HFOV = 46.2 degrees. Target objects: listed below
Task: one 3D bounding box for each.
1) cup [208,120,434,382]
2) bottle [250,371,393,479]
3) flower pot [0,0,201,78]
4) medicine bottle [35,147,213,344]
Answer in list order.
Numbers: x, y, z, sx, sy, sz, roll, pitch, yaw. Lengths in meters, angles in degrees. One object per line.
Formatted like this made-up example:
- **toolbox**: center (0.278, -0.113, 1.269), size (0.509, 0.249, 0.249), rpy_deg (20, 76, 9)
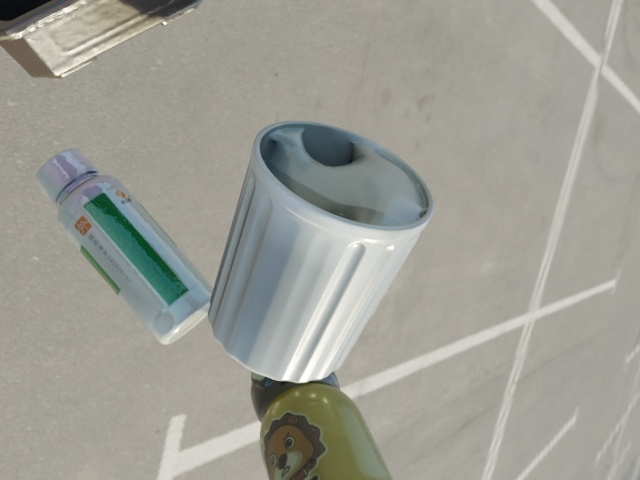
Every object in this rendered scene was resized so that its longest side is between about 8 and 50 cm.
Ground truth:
- **cup**: center (0.008, 0.010, 0.721), size (0.221, 0.167, 0.202), rpy_deg (-13, 137, -44)
- **bottle**: center (-0.009, 0.307, 1.117), size (0.171, 0.351, 0.172), rpy_deg (-12, 129, -15)
- **flower pot**: center (-0.216, -0.247, 0.733), size (0.250, 0.179, 0.084), rpy_deg (-28, 136, -7)
- **medicine bottle**: center (-0.239, 0.003, 0.916), size (0.095, 0.260, 0.095), rpy_deg (-40, 176, -3)
